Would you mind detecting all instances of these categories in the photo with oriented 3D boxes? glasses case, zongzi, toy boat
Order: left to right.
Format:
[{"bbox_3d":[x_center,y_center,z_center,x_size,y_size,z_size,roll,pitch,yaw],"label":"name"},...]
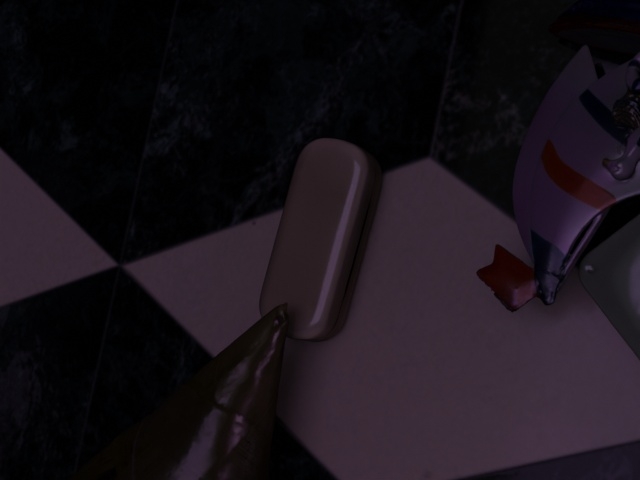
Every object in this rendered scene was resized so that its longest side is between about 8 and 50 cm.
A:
[{"bbox_3d":[-0.071,0.249,0.946,0.300,0.145,0.273,-42,68,17],"label":"zongzi"},{"bbox_3d":[0.000,0.000,1.001,0.083,0.050,0.196,16,91,25],"label":"glasses case"},{"bbox_3d":[0.237,-0.101,0.875,0.318,0.072,0.219,-43,52,19],"label":"toy boat"}]

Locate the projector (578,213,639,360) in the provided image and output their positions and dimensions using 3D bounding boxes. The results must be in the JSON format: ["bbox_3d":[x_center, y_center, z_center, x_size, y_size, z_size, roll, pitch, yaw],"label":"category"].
[{"bbox_3d":[0.372,0.044,0.791,0.259,0.079,0.257,-40,67,15],"label":"projector"}]
